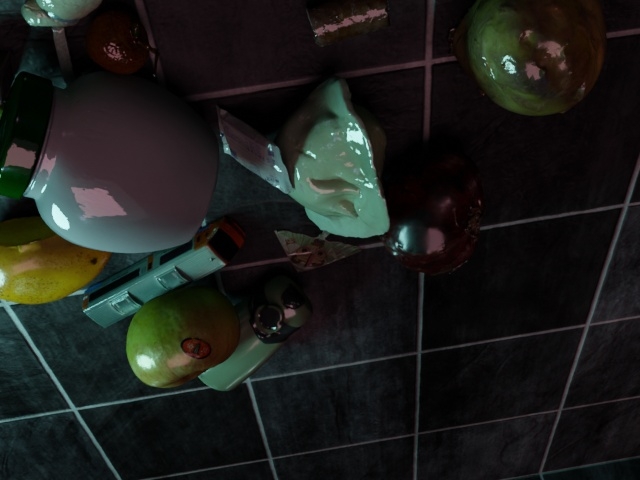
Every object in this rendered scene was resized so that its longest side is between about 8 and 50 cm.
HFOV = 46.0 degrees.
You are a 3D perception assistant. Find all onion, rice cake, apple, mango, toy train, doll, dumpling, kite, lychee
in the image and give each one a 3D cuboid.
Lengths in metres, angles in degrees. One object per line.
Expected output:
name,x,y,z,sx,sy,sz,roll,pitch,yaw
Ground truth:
onion,0.235,-0.065,1.587,0.221,0.281,0.281,-33,161,-47
rice cake,-0.442,-0.320,1.301,0.022,0.022,0.121,-8,140,-11
apple,-0.311,0.215,1.698,0.260,0.194,0.261,-22,168,-5
mango,-0.574,0.038,1.577,0.290,0.160,0.191,-13,133,-12
toy train,-0.355,0.077,1.709,0.409,0.089,0.086,-26,131,17
doll,-0.389,-0.402,1.183,0.214,0.072,0.103,-35,132,29
dumpling,0.041,-0.158,1.459,0.269,0.212,0.320,14,163,28
kite,0.000,-0.001,1.753,0.229,0.012,0.250,13,132,-26
lychee,-0.324,-0.325,1.252,0.140,0.101,0.115,2,96,7

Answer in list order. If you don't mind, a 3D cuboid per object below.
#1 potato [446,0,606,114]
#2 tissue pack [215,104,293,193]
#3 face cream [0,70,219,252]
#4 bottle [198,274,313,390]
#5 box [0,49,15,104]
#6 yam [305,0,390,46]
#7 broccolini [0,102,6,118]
potato,0.383,-0.321,1.310,0.288,0.237,0.301,14,133,-26
tissue pack,-0.129,-0.169,1.429,0.026,0.193,0.123,-39,147,-25
face cream,-0.371,-0.140,1.320,0.356,0.313,0.219,16,174,-30
bottle,-0.163,0.219,1.847,0.168,0.169,0.347,28,123,-35
box,-0.561,-0.281,1.276,0.063,0.085,0.060,7,137,-8
yam,0.050,-0.385,1.292,0.141,0.079,0.079,-15,138,6
broccolini,-0.500,-0.182,1.398,0.392,0.074,0.079,20,123,-32
